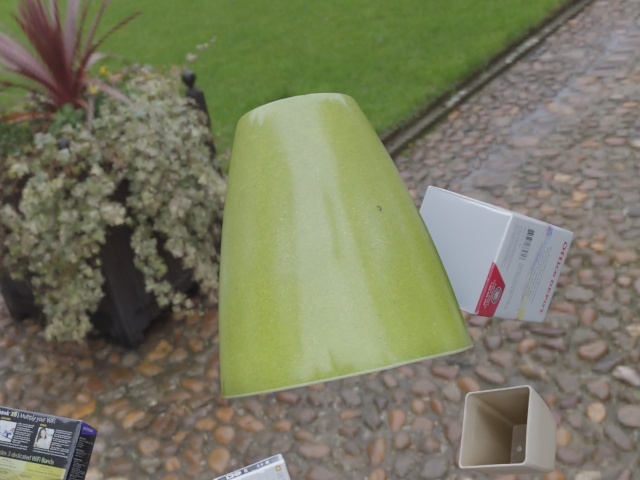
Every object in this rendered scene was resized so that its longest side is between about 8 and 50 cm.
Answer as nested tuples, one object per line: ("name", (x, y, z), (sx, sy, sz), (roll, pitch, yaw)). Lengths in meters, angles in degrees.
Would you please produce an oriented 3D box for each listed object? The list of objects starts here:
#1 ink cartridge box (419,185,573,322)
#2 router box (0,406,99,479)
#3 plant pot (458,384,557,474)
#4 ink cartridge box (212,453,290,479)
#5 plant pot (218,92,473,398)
("ink cartridge box", (0.210, 0.020, 1.100), (0.127, 0.128, 0.176), (23, 7, 40))
("router box", (-0.661, 0.493, 1.895), (0.308, 0.081, 0.243), (6, 71, 18))
("plant pot", (0.268, 0.273, 1.208), (0.109, 0.096, 0.109), (-18, 50, 43))
("ink cartridge box", (-0.145, 0.574, 1.805), (0.208, 0.206, 0.045), (-19, 11, -11))
("plant pot", (0.000, 0.000, 0.958), (0.274, 0.294, 0.275), (-12, -6, -1))
